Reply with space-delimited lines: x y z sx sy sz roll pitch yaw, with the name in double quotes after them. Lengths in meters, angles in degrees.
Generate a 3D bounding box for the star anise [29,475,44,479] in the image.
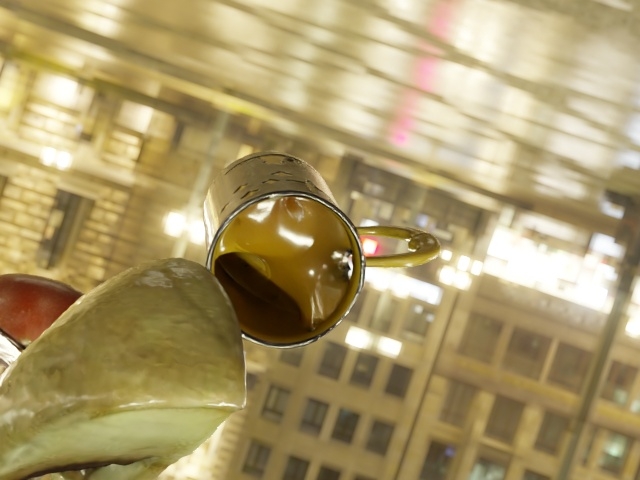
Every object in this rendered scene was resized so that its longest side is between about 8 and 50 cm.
-0.426 0.292 1.676 0.257 0.198 0.110 21 177 -35 "star anise"

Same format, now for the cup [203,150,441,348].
-0.015 0.016 1.748 0.255 0.178 0.256 27 -169 -12 "cup"

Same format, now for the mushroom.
-0.218 0.124 1.366 0.212 0.292 0.217 4 -128 -27 "mushroom"

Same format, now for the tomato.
-0.307 0.109 1.702 0.228 0.112 0.199 38 160 -4 "tomato"
